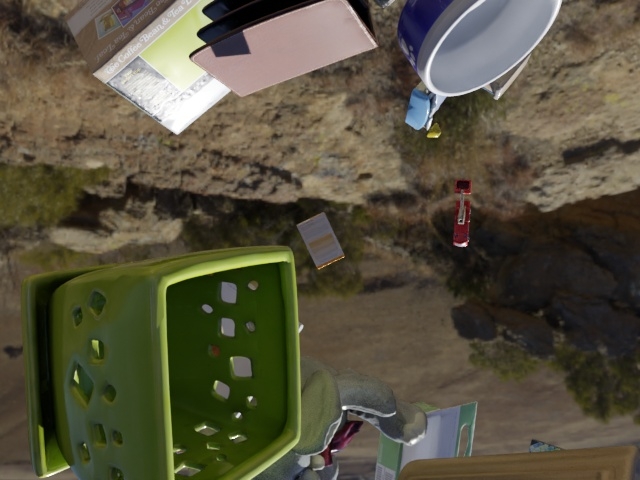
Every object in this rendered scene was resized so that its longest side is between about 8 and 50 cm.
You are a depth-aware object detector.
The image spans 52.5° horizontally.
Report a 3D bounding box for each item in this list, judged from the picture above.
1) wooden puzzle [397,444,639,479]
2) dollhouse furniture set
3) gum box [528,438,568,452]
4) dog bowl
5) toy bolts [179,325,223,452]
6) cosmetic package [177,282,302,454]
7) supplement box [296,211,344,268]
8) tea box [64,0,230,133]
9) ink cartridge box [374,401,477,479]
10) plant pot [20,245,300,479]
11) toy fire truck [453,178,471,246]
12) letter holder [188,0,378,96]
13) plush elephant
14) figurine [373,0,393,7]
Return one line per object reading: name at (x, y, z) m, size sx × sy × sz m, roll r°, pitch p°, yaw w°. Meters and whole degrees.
wooden puzzle at (0.115, 0.253, 0.478) m, size 0.221 × 0.238 × 0.044 m, roll -23°, pitch 109°, yaw 44°
dollhouse furniture set at (0.391, -0.413, 1.652) m, size 0.198 × 0.286 × 0.303 m, roll 36°, pitch 158°, yaw 13°
gum box at (0.418, 0.468, 1.173) m, size 0.041 × 0.184 × 0.157 m, roll 17°, pitch 170°, yaw -9°
dog bowl at (0.267, -0.376, 1.105) m, size 0.265 × 0.104 × 0.265 m, roll -25°, pitch 157°, yaw -11°
toy bolts at (-0.271, 0.229, 1.129) m, size 0.229 × 0.158 × 0.218 m, roll 5°, pitch 119°, yaw 13°
cosmetic package at (-0.232, 0.285, 1.471) m, size 0.217 × 0.385 × 0.156 m, roll 37°, pitch 175°, yaw 5°
supplement box at (0.000, 0.000, 1.300) m, size 0.062 × 0.098 × 0.036 m, roll -25°, pitch -176°, yaw -1°
tea box at (-0.354, -0.487, 1.553) m, size 0.329 × 0.220 × 0.323 m, roll -37°, pitch 153°, yaw 8°
ink cartridge box at (0.208, 0.401, 1.263) m, size 0.235 × 0.171 × 0.056 m, roll 1°, pitch -173°, yaw -44°
plant pot at (-0.164, 0.123, 0.660) m, size 0.207 × 0.228 × 0.227 m, roll -1°, pitch -177°, yaw 28°
toy fire truck at (0.423, -0.079, 1.939) m, size 0.047 × 0.192 × 0.135 m, roll 4°, pitch 177°, yaw 14°
letter holder at (-0.079, -0.409, 1.184) m, size 0.302 × 0.152 × 0.214 m, roll -15°, pitch 168°, yaw 20°
plush elephant at (-0.033, 0.295, 0.951) m, size 0.272 × 0.255 × 0.330 m, roll -31°, pitch 106°, yaw 27°
figurine at (0.109, -0.584, 1.296) m, size 0.209 × 0.092 × 0.215 m, roll 33°, pitch 172°, yaw -21°
